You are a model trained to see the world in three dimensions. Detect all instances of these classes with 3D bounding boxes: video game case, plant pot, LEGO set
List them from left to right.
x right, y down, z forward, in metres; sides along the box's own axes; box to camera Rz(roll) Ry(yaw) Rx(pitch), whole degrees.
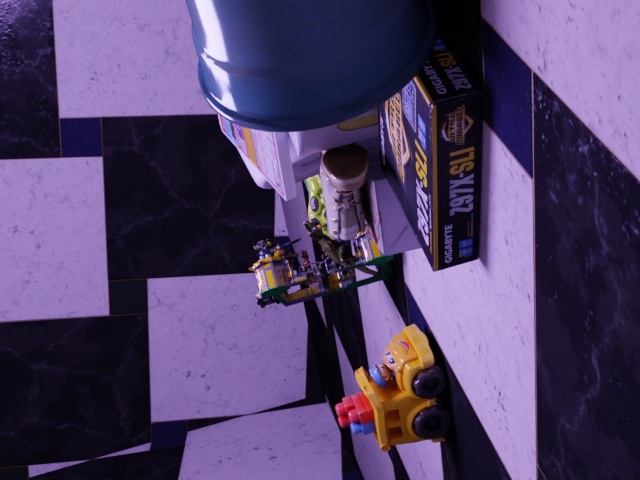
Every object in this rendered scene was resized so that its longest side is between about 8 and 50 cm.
[{"bbox_3d":[-0.127,-0.220,1.864,0.285,0.025,0.204,47,154,46],"label":"video game case"},{"bbox_3d":[-0.049,-0.373,1.340,0.334,0.341,0.341,67,180,-47],"label":"plant pot"},{"bbox_3d":[0.000,0.000,2.189,0.255,0.331,0.192,34,-141,-70],"label":"LEGO set"}]

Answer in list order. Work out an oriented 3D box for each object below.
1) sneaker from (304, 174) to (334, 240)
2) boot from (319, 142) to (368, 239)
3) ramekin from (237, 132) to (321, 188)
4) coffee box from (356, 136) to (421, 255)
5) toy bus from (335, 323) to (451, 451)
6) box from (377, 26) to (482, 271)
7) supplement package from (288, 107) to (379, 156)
[{"bbox_3d":[0.011,-0.137,2.619,0.123,0.109,0.296,-10,-97,-74],"label":"sneaker"},{"bbox_3d":[0.042,-0.075,1.747,0.213,0.077,0.165,-111,14,-67],"label":"boot"},{"bbox_3d":[-0.034,-0.210,2.092,0.277,0.277,0.135,120,127,-80],"label":"ramekin"},{"bbox_3d":[0.112,-0.091,1.853,0.246,0.098,0.141,-121,21,-64],"label":"coffee box"},{"bbox_3d":[0.132,0.297,2.062,0.149,0.211,0.220,-114,13,-59],"label":"toy bus"},{"bbox_3d":[0.152,-0.154,1.532,0.322,0.079,0.257,83,167,-46],"label":"box"},{"bbox_3d":[0.033,-0.270,1.688,0.194,0.203,0.149,83,169,-49],"label":"supplement package"}]
